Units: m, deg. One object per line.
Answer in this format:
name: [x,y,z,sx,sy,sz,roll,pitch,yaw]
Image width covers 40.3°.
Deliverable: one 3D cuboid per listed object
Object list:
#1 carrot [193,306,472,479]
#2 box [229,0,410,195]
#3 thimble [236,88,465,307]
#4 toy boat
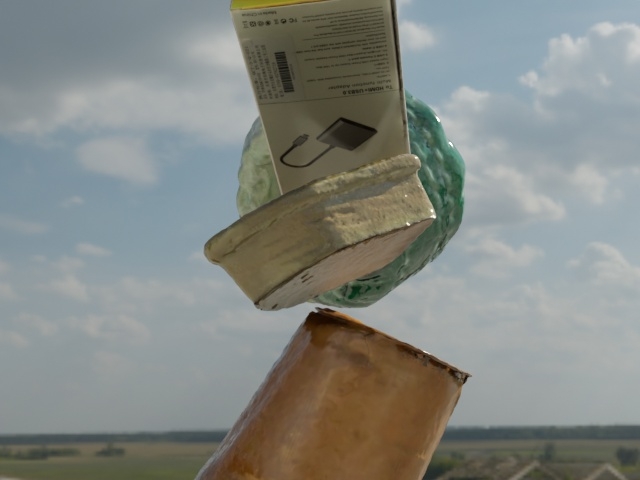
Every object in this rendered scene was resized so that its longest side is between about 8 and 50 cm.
carrot: [-0.014,0.180,0.681,0.195,0.254,0.196,23,-2,1]
box: [0.010,-0.116,0.754,0.129,0.033,0.247,-5,-39,6]
thimble: [0.027,-0.052,1.032,0.167,0.254,0.288,-30,-15,-32]
toy boat: [0.000,0.000,0.687,0.188,0.061,0.116,-20,-16,-34]
